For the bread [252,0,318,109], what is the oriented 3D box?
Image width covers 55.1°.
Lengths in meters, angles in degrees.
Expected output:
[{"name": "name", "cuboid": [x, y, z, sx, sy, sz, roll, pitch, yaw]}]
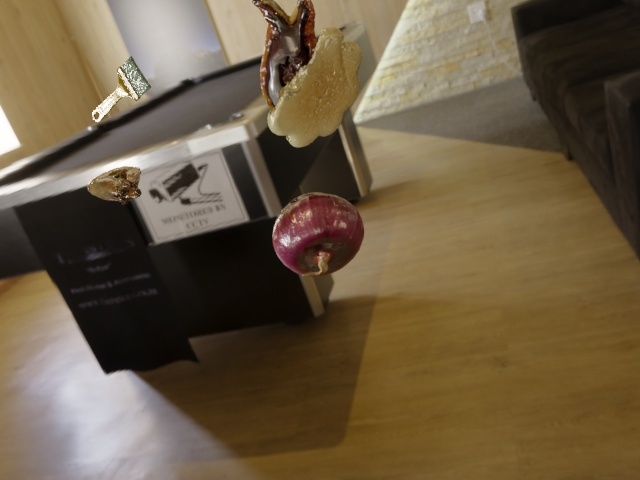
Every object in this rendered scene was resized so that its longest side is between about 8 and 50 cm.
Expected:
[{"name": "bread", "cuboid": [-0.065, -0.398, 1.319, 0.139, 0.269, 0.095, 1, 25, 7]}]

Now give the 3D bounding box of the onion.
[{"name": "onion", "cuboid": [-0.002, -0.008, 1.170, 0.177, 0.177, 0.153, -30, 52, -25]}]

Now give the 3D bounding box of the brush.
[{"name": "brush", "cuboid": [-0.471, -0.332, 1.413, 0.205, 0.083, 0.011, -29, 5, 34]}]

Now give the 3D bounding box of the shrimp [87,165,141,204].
[{"name": "shrimp", "cuboid": [-0.564, -0.160, 1.737, 0.154, 0.062, 0.294, -35, 36, -22]}]

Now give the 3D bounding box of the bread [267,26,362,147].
[{"name": "bread", "cuboid": [0.005, -0.307, 1.283, 0.039, 0.181, 0.251, 39, 97, 44]}]
